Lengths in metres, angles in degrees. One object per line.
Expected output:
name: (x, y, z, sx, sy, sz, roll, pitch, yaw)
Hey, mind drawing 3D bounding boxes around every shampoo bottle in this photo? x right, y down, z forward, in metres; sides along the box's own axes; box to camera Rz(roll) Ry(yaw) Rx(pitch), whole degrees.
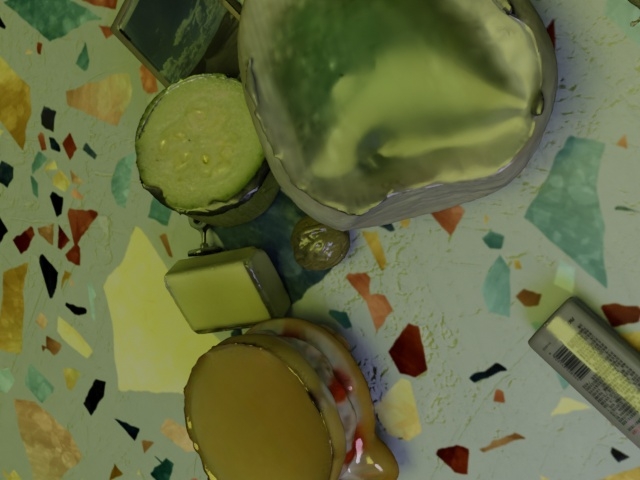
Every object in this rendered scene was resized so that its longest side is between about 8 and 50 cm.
shampoo bottle: (0.367, 0.175, 1.148, 0.227, 0.056, 0.086, 43, 117, 16)

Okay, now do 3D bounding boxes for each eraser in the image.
eraser: (-0.142, 0.077, 1.420, 0.172, 0.058, 0.117, -11, 116, 33)

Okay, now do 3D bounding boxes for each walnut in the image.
walnut: (0.000, 0.000, 1.321, 0.092, 0.092, 0.092, 7, 105, 30)

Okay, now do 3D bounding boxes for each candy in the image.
candy: (0.075, -0.224, 1.159, 0.386, 0.186, 0.427, -31, 82, 24)

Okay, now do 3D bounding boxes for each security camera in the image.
security camera: (-0.185, -0.024, 1.447, 0.058, 0.058, 0.092, -12, 86, 33)

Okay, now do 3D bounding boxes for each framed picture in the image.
framed picture: (-0.197, -0.310, 1.406, 0.260, 0.023, 0.189, 47, 123, 13)

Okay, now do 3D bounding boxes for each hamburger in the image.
hamburger: (-0.030, 0.255, 1.330, 0.302, 0.186, 0.261, 40, 122, 23)

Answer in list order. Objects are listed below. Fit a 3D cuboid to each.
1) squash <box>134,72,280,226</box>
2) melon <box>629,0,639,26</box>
squash: (-0.151, -0.133, 1.358, 0.220, 0.133, 0.220, -1, 86, 16)
melon: (0.382, -0.311, 0.980, 0.139, 0.139, 0.192, 34, 112, 21)
